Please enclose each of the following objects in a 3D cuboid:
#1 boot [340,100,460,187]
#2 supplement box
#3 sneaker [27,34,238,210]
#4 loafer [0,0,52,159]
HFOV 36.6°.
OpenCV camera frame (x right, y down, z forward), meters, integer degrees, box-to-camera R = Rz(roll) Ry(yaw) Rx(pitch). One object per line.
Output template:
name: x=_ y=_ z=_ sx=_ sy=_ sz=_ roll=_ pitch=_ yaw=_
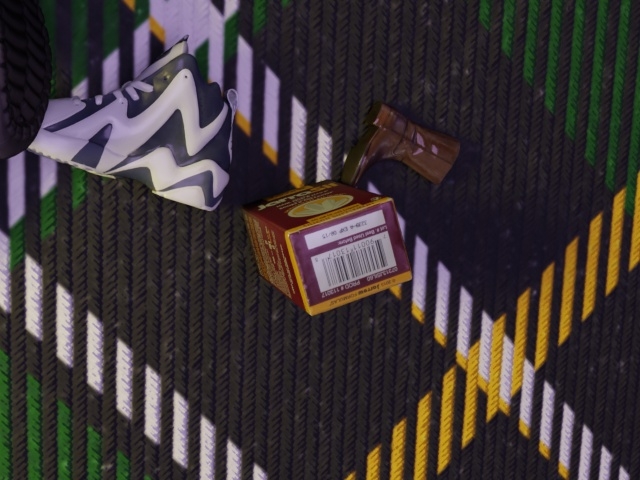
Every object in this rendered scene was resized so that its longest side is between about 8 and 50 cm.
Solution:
boot: x=0.088 y=-0.080 z=1.031 sx=0.114 sy=0.037 sz=0.106 roll=25 pitch=93 yaw=-25
supplement box: x=0.000 y=0.000 z=0.932 sx=0.104 sy=0.188 sz=0.081 roll=-18 pitch=104 yaw=-14
sneaker: x=-0.182 y=-0.132 z=0.904 sx=0.235 sy=0.094 sz=0.153 roll=19 pitch=88 yaw=-15
loafer: x=-0.321 y=-0.235 z=0.804 sx=0.130 sy=0.134 sz=0.366 roll=-15 pitch=81 yaw=2
